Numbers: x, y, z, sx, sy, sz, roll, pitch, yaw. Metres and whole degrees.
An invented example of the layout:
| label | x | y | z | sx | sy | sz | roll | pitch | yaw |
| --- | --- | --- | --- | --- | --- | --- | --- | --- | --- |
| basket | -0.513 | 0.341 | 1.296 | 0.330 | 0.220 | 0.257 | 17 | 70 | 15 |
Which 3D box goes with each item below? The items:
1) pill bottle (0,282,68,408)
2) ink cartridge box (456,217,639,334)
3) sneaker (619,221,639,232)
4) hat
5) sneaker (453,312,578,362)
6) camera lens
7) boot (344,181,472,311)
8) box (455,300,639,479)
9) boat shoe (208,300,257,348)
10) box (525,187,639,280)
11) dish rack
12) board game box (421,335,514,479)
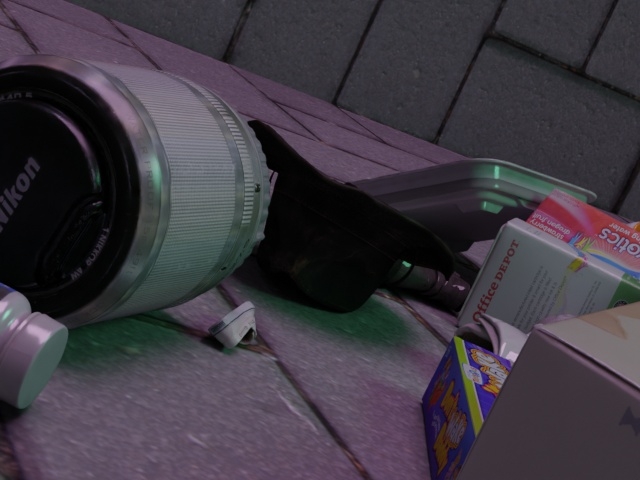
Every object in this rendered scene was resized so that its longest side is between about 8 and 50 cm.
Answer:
| label | x | y | z | sx | sy | sz | roll | pitch | yaw |
| --- | --- | --- | --- | --- | --- | --- | --- | --- | --- |
| pill bottle | -0.251 | 0.058 | 0.933 | 0.137 | 0.078 | 0.078 | 26 | 12 | 6 |
| ink cartridge box | 0.306 | 0.085 | 1.742 | 0.212 | 0.154 | 0.093 | 27 | 12 | 12 |
| sneaker | 0.461 | 0.062 | 2.081 | 0.121 | 0.099 | 0.262 | 13 | -40 | 34 |
| hat | 0.000 | 0.000 | 1.557 | 0.331 | 0.134 | 0.331 | 35 | -4 | 3 |
| sneaker | 0.234 | 0.124 | 1.551 | 0.169 | 0.108 | 0.292 | 27 | 13 | -4 |
| camera lens | -0.185 | -0.042 | 1.152 | 0.219 | 0.219 | 0.274 | 28 | 12 | 17 |
| boot | 0.106 | 0.018 | 1.870 | 0.161 | 0.083 | 0.246 | 26 | 15 | -29 |
| box | 0.248 | 0.137 | 1.031 | 0.121 | 0.148 | 0.311 | 34 | 20 | 28 |
| boat shoe | -0.078 | 0.084 | 1.289 | 0.035 | 0.035 | 0.100 | 53 | 10 | 1 |
| box | 0.409 | 0.078 | 1.882 | 0.300 | 0.154 | 0.142 | 33 | -20 | 31 |
| dish rack | 0.225 | -0.045 | 2.073 | 0.285 | 0.072 | 0.333 | 16 | -17 | -39 |
| board game box | 0.217 | 0.212 | 1.196 | 0.233 | 0.078 | 0.347 | 24 | 12 | -4 |
